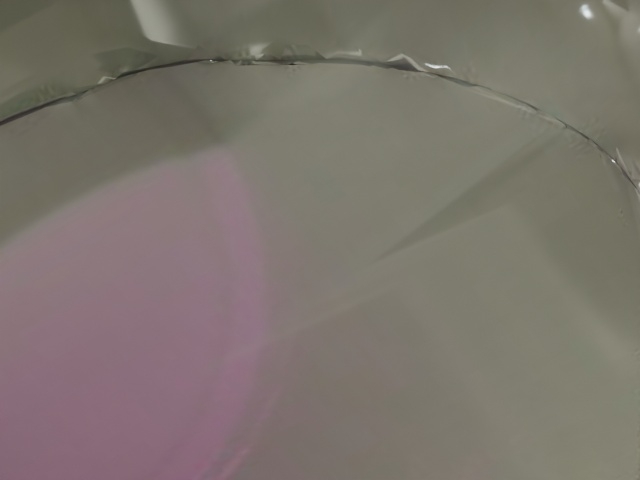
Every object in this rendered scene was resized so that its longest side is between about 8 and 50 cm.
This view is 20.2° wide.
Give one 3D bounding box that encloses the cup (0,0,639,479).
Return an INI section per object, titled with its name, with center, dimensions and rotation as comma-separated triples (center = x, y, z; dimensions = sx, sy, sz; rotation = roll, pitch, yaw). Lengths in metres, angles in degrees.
[cup]
center = -0.034, -0.069, 0.488
dimensions = 0.253, 0.253, 0.371
rotation = 39, 25, -30
